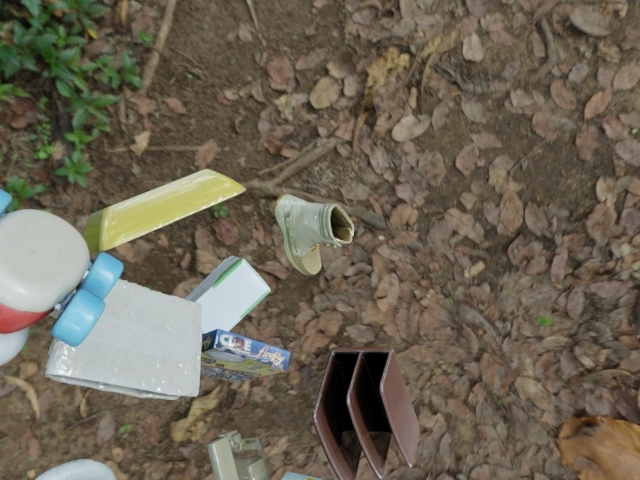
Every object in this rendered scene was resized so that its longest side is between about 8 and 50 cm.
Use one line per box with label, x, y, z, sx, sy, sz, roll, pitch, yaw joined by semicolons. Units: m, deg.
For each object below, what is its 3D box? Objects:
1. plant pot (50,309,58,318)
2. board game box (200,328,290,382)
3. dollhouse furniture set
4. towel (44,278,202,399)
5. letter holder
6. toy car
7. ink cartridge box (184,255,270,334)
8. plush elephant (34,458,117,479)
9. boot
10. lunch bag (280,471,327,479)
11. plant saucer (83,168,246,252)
plant pot;-0.483;0.062;1.136;0.096;0.109;0.109;-34;49;8
board game box;-0.196;0.243;1.279;0.243;0.165;0.042;-25;48;51
dollhouse furniture set;-0.238;0.554;1.547;0.123;0.151;0.144;-19;84;35
towel;-0.317;0.162;1.043;0.049;0.282;0.187;-23;56;34
letter holder;0.110;0.424;1.420;0.152;0.301;0.214;-5;36;23
toy car;-0.443;0.089;0.860;0.219;0.210;0.238;36;108;-19
ink cartridge box;-0.272;0.156;1.746;0.211;0.289;0.121;-44;100;-9
plush elephant;-0.332;0.467;0.850;0.256;0.330;0.271;-27;59;-19
boot;0.000;0.000;1.662;0.204;0.261;0.095;11;40;38
lunch bag;-0.019;0.693;1.458;0.224;0.160;0.262;6;55;23
plant saucer;-0.376;-0.074;1.396;0.333;0.333;0.080;-27;101;-25
